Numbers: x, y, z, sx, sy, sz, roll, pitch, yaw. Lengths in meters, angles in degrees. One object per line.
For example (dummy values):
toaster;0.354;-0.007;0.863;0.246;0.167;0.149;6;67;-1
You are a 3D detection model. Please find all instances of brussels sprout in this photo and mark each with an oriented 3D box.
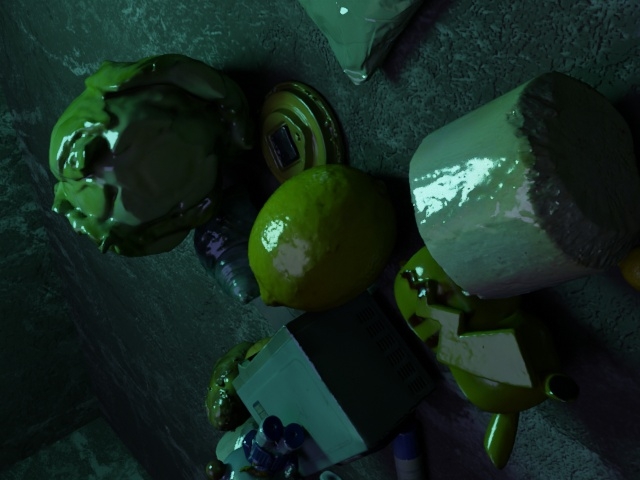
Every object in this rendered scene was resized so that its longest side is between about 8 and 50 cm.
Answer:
brussels sprout;-0.350;-0.192;1.190;0.342;0.425;0.361;37;-173;-40

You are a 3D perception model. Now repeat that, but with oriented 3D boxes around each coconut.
coconut;-0.166;0.595;1.611;0.241;0.241;0.241;30;133;38
coconut;0.224;-0.051;0.691;0.244;0.239;0.239;-30;87;54

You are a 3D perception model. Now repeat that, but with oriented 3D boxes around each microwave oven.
microwave oven;0.019;0.284;1.172;0.286;0.218;0.355;53;143;11

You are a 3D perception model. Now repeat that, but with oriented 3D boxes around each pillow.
pillow;0.043;-0.409;0.824;0.274;0.076;0.281;58;144;11

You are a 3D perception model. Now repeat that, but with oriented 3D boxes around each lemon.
lemon;0.385;0.032;0.683;0.083;0.062;0.062;19;126;36
lemon;0.003;-0.003;0.991;0.263;0.236;0.235;-18;99;14

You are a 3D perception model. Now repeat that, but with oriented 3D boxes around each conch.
conch;-0.182;0.022;1.314;0.220;0.195;0.277;-44;44;44

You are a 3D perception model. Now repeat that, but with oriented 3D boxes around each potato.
potato;-0.211;0.371;1.491;0.141;0.296;0.191;4;103;8

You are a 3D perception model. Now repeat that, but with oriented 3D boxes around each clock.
clock;-0.052;-0.179;1.107;0.237;0.057;0.237;31;133;39

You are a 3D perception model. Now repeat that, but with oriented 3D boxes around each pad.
pad;-0.130;0.162;1.463;0.188;0.006;0.113;47;141;21

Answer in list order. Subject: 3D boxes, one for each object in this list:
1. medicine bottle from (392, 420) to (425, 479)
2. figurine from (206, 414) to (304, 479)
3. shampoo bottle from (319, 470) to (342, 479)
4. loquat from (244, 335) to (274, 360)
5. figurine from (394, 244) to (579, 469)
medicine bottle;0.185;0.473;1.217;0.059;0.059;0.230;15;122;47
figurine;-0.124;0.434;1.152;0.194;0.133;0.274;2;128;3
shampoo bottle;0.035;0.661;1.539;0.072;0.043;0.099;20;127;45
loquat;-0.111;0.294;1.410;0.141;0.141;0.141;30;133;38
figurine;0.235;0.131;0.842;0.326;0.169;0.218;52;148;17
